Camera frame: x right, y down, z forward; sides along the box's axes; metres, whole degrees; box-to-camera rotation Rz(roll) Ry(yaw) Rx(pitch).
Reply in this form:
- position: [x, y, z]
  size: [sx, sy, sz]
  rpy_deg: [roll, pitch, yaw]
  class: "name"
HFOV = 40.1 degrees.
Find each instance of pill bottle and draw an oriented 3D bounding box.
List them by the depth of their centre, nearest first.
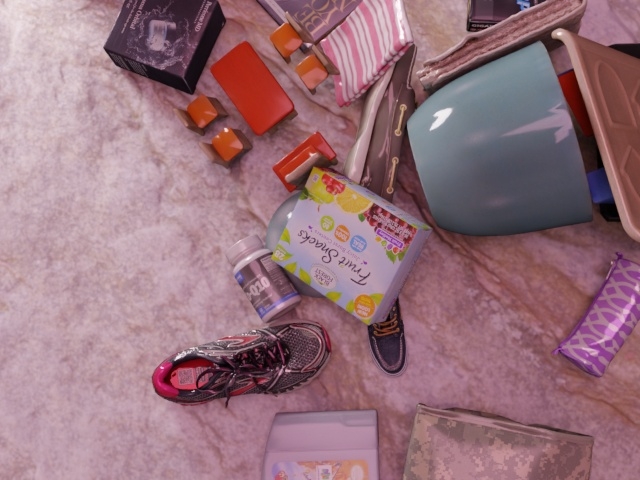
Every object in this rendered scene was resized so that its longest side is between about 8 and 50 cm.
- position: [-0.098, 0.063, 1.472]
  size: [0.078, 0.078, 0.137]
  rpy_deg: [-33, 80, -2]
  class: "pill bottle"

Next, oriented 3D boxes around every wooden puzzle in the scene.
- position: [0.476, -0.146, 1.361]
  size: [0.080, 0.322, 0.348]
  rpy_deg: [-27, 74, 36]
  class: "wooden puzzle"

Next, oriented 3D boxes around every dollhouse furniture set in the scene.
- position: [-0.083, -0.213, 1.462]
  size: [0.262, 0.135, 0.259]
  rpy_deg: [-38, 80, 9]
  class: "dollhouse furniture set"

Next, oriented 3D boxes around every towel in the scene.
- position: [0.294, -0.313, 1.437]
  size: [0.282, 0.187, 0.049]
  rpy_deg: [-24, 84, 10]
  class: "towel"
- position: [0.076, -0.334, 1.478]
  size: [0.029, 0.197, 0.144]
  rpy_deg: [6, 59, -37]
  class: "towel"

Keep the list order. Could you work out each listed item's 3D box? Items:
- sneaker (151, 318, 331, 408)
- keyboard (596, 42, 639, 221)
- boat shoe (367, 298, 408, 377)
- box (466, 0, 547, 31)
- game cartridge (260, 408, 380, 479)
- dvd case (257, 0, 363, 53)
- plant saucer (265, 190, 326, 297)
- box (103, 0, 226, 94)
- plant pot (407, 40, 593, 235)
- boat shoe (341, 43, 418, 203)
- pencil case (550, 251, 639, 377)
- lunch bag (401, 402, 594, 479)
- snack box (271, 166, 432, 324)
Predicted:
- position: [-0.126, 0.209, 1.433]
  size: [0.299, 0.112, 0.121]
  rpy_deg: [-17, 80, 0]
  class: "sneaker"
- position: [0.574, -0.187, 1.501]
  size: [0.201, 0.033, 0.317]
  rpy_deg: [0, 81, 7]
  class: "keyboard"
- position: [0.105, 0.134, 1.446]
  size: [0.065, 0.083, 0.183]
  rpy_deg: [-11, 80, 2]
  class: "boat shoe"
- position: [0.352, -0.475, 1.550]
  size: [0.175, 0.051, 0.220]
  rpy_deg: [5, 80, 4]
  class: "box"
- position: [0.001, 0.427, 1.420]
  size: [0.198, 0.062, 0.297]
  rpy_deg: [-2, 80, -1]
  class: "game cartridge"
- position: [0.003, -0.467, 1.586]
  size: [0.221, 0.018, 0.164]
  rpy_deg: [-40, 81, -3]
  class: "dvd case"
- position: [0.000, 0.000, 1.499]
  size: [0.195, 0.037, 0.195]
  rpy_deg: [-1, 81, 4]
  class: "plant saucer"
- position: [-0.273, -0.365, 1.548]
  size: [0.158, 0.093, 0.156]
  rpy_deg: [21, 82, 5]
  class: "box"
- position: [0.273, -0.137, 1.391]
  size: [0.235, 0.293, 0.293]
  rpy_deg: [-17, 80, 12]
  class: "plant pot"
- position: [0.116, -0.205, 1.494]
  size: [0.091, 0.109, 0.305]
  rpy_deg: [19, 77, -9]
  class: "boat shoe"
- position: [0.469, 0.121, 1.425]
  size: [0.088, 0.086, 0.206]
  rpy_deg: [34, 83, -5]
  class: "pencil case"
- position: [0.268, 0.389, 1.352]
  size: [0.287, 0.169, 0.235]
  rpy_deg: [10, 81, 10]
  class: "lunch bag"
- position: [0.047, 0.007, 1.390]
  size: [0.207, 0.070, 0.174]
  rpy_deg: [34, 108, 25]
  class: "snack box"
